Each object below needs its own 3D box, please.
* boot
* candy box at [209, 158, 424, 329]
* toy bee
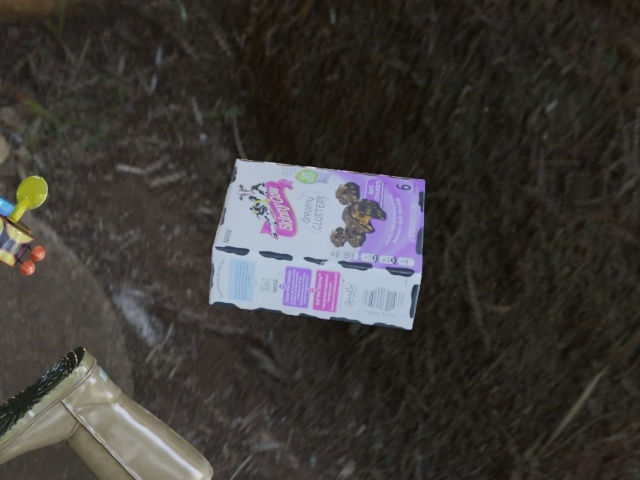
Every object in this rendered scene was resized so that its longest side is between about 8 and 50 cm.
[{"bbox_3d":[-0.320,0.309,1.850,0.236,0.089,0.269,-37,114,6],"label":"boot"},{"bbox_3d":[0.000,0.000,1.296,0.196,0.070,0.165,7,35,1],"label":"candy box"},{"bbox_3d":[-0.485,0.001,1.985,0.162,0.298,0.195,36,108,2],"label":"toy bee"}]
